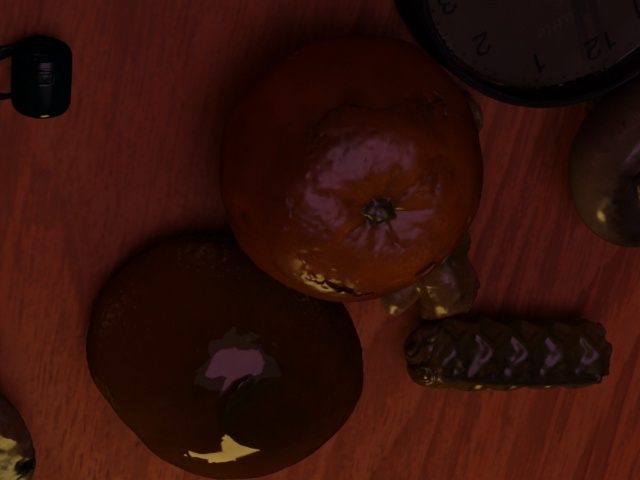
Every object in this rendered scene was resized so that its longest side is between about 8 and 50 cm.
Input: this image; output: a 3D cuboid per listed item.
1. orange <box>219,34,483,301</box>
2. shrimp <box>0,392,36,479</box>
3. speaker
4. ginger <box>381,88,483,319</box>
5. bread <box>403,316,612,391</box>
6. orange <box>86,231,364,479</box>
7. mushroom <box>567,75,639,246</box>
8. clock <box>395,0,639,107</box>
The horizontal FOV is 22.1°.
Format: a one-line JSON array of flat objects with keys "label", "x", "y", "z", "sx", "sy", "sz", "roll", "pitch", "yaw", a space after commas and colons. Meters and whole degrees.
[{"label": "orange", "x": 0.030, "y": -0.076, "z": 1.707, "sx": 0.284, "sy": 0.226, "sz": 0.284, "roll": -9, "pitch": 116, "yaw": -18}, {"label": "shrimp", "x": -0.469, "y": 0.216, "z": 1.777, "sx": 0.247, "sy": 0.085, "sz": 0.360, "roll": -39, "pitch": 130, "yaw": 11}, {"label": "speaker", "x": -0.295, "y": -0.166, "z": 1.634, "sx": 0.094, "sy": 0.060, "sz": 0.075, "roll": 14, "pitch": 119, "yaw": 11}, {"label": "ginger", "x": 0.140, "y": -0.037, "z": 1.873, "sx": 0.118, "sy": 0.065, "sz": 0.299, "roll": 2, "pitch": 119, "yaw": -9}, {"label": "bread", "x": 0.225, "y": 0.139, "z": 2.001, "sx": 0.269, "sy": 0.098, "sz": 0.087, "roll": 3, "pitch": 76, "yaw": -24}, {"label": "orange", "x": -0.099, "y": 0.151, "z": 1.838, "sx": 0.262, "sy": 0.196, "sz": 0.334, "roll": -31, "pitch": 134, "yaw": 14}, {"label": "mushroom", "x": 0.395, "y": -0.087, "z": 1.877, "sx": 0.226, "sy": 0.178, "sz": 0.226, "roll": -26, "pitch": 142, "yaw": -22}, {"label": "clock", "x": 0.261, "y": -0.322, "z": 1.746, "sx": 0.386, "sy": 0.076, "sz": 0.386, "roll": -10, "pitch": 122, "yaw": -16}]
